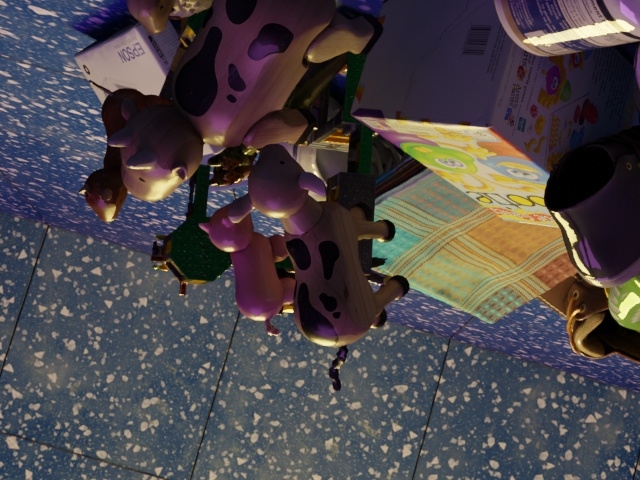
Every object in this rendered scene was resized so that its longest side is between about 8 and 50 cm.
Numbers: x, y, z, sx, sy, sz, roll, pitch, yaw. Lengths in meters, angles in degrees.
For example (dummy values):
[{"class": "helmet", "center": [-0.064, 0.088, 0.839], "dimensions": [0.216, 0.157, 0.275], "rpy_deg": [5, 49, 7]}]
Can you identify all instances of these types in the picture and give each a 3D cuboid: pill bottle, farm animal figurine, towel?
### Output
[{"class": "pill bottle", "center": [0.207, -0.184, 0.972], "dimensions": [0.094, 0.094, 0.169], "rpy_deg": [22, 168, -30]}, {"class": "farm animal figurine", "center": [-0.066, -0.087, 1.110], "dimensions": [0.330, 0.326, 0.172], "rpy_deg": [29, -160, 26]}, {"class": "towel", "center": [0.200, -0.015, 1.650], "dimensions": [0.271, 0.040, 0.370], "rpy_deg": [-34, 142, 28]}]

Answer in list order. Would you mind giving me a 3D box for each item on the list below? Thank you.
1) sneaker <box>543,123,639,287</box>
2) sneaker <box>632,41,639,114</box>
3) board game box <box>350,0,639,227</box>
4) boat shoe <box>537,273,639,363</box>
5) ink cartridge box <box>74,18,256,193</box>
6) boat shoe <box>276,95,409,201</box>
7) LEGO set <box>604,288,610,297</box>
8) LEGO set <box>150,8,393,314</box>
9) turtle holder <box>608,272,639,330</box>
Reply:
[{"class": "sneaker", "center": [0.281, -0.073, 1.174], "dimensions": [0.083, 0.222, 0.118], "rpy_deg": [29, 165, 41]}, {"class": "sneaker", "center": [0.395, -0.101, 1.044], "dimensions": [0.331, 0.122, 0.146], "rpy_deg": [13, 171, 16]}, {"class": "board game box", "center": [0.173, -0.118, 1.234], "dimensions": [0.142, 0.144, 0.275], "rpy_deg": [8, 167, 39]}, {"class": "boat shoe", "center": [0.388, 0.099, 1.916], "dimensions": [0.342, 0.123, 0.123], "rpy_deg": [29, 143, 39]}, {"class": "ink cartridge box", "center": [-0.176, -0.140, 1.595], "dimensions": [0.224, 0.045, 0.223], "rpy_deg": [58, 156, -13]}, {"class": "boat shoe", "center": [0.055, -0.080, 1.654], "dimensions": [0.156, 0.135, 0.367], "rpy_deg": [13, 172, 18]}, {"class": "LEGO set", "center": [0.374, 0.026, 1.843], "dimensions": [0.227, 0.093, 0.087], "rpy_deg": [12, 169, 18]}, {"class": "LEGO set", "center": [-0.050, -0.084, 1.387], "dimensions": [0.255, 0.331, 0.192], "rpy_deg": [-3, 176, -13]}, {"class": "turtle holder", "center": [0.435, 0.024, 1.377], "dimensions": [0.320, 0.243, 0.227], "rpy_deg": [26, 142, -8]}]
